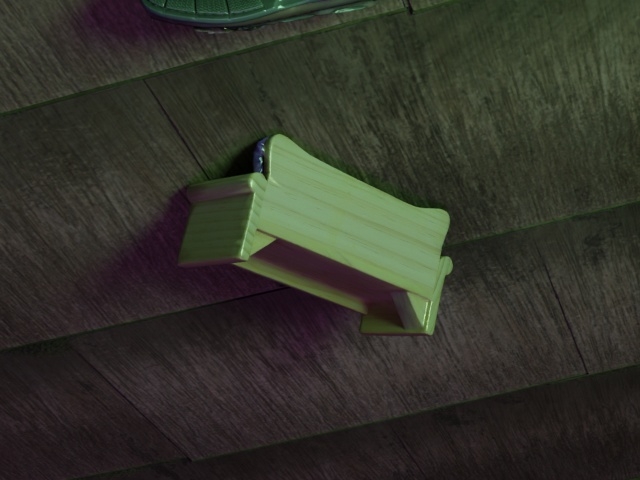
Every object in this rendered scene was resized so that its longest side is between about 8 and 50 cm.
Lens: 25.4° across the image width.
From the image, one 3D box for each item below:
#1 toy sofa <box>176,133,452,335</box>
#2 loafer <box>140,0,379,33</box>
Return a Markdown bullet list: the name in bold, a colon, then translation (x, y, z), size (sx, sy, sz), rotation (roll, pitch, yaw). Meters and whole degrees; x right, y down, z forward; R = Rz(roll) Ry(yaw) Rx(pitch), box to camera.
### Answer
- **toy sofa**: translation (0.000, 0.000, 1.922), size (0.362, 0.177, 0.150), rotation (22, 163, -35)
- **loafer**: translation (-0.059, -0.262, 1.539), size (0.267, 0.096, 0.084), rotation (-8, 153, 0)
